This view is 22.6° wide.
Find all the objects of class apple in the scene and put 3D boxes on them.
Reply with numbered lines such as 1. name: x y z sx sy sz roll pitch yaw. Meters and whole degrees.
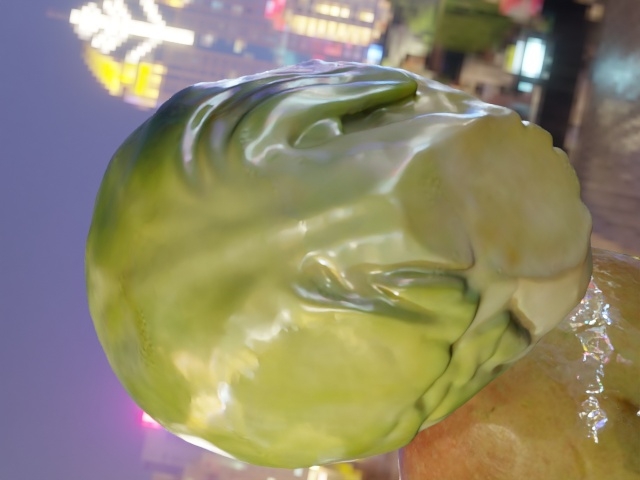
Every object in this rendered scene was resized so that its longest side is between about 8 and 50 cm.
1. apple: 0.241 0.176 1.372 0.338 0.305 0.338 -49 -25 -32

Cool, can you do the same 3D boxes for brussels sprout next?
1. brussels sprout: 0.000 0.000 1.069 0.268 0.344 0.344 60 -162 -18
